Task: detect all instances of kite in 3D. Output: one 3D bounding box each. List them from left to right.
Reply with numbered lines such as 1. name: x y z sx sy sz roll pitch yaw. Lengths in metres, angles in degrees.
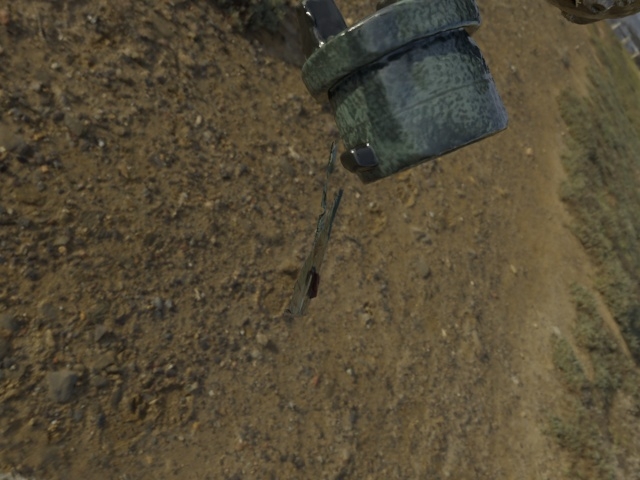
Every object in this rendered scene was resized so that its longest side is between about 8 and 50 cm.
1. kite: -0.002 0.000 0.629 0.012 0.250 0.229 14 38 8

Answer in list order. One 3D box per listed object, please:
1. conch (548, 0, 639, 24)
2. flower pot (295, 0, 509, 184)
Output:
1. conch: 0.426 -0.466 0.898 0.210 0.352 0.297 -26 79 -16
2. flower pot: 0.107 -0.248 0.865 0.299 0.299 0.282 -27 97 -55
